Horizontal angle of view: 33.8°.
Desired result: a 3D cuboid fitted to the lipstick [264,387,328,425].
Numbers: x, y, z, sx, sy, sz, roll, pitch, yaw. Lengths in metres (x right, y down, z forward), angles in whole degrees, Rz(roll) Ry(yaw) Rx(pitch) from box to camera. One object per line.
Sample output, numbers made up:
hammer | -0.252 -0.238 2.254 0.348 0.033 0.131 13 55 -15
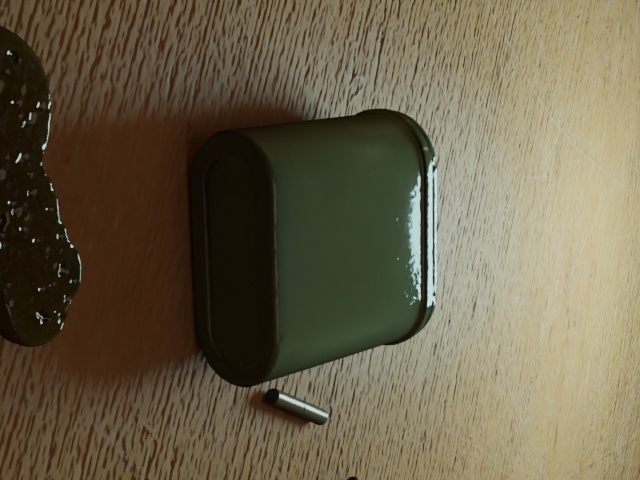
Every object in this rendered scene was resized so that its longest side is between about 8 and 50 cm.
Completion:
lipstick | -0.023 0.169 1.069 0.094 0.019 0.019 34 67 -50

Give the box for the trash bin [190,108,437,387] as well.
trash bin | 0.000 0.000 0.998 0.247 0.121 0.243 -11 104 -51

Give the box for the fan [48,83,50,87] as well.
fan | -0.232 -0.112 0.754 0.080 0.003 0.060 -54 135 -35

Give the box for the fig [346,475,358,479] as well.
fig | 0.053 0.340 1.114 0.150 0.128 0.128 -51 133 -45

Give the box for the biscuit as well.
biscuit | -0.250 -0.062 0.699 0.183 0.047 0.320 -52 132 -30
